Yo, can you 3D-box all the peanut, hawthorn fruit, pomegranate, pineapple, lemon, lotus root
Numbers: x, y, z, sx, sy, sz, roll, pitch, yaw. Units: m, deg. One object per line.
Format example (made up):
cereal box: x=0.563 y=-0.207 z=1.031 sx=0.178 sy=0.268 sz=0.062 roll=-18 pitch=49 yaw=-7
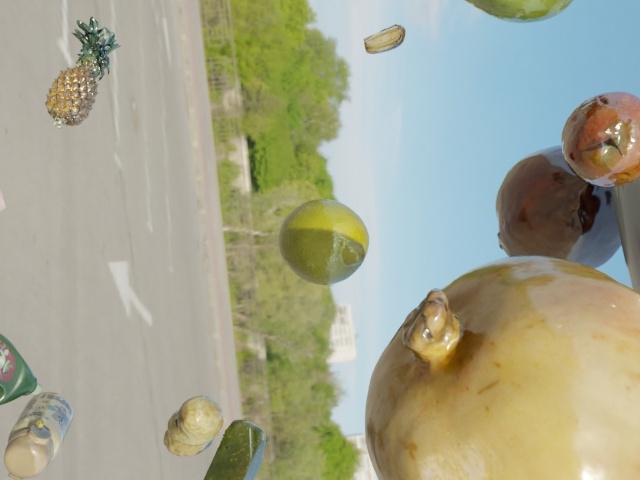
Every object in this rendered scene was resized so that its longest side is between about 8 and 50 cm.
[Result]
peanut: x=-0.255 y=0.374 z=1.478 sx=0.228 sy=0.104 sz=0.086 roll=119 pitch=-32 yaw=-54
hawthorn fruit: x=0.530 y=-0.064 z=1.603 sx=0.325 sy=0.308 sz=0.309 roll=-86 pitch=172 yaw=-75
pomegranate: x=0.236 y=0.198 z=0.876 sx=0.411 sy=0.411 sz=0.412 roll=174 pitch=-90 yaw=-86
hawthorn fruit: x=0.429 y=-0.160 z=1.106 sx=0.189 sy=0.149 sz=0.149 roll=30 pitch=48 yaw=-59
pineapple: x=-0.457 y=-0.312 z=1.402 sx=0.103 sy=0.083 sz=0.221 roll=34 pitch=71 yaw=-44
lemon: x=0.000 y=0.000 z=1.586 sx=0.248 sy=0.184 sz=0.184 roll=20 pitch=-61 yaw=53
lotus root: x=0.117 y=-0.352 z=1.302 sx=0.030 sy=0.083 sz=0.038 roll=-24 pitch=99 yaw=-50

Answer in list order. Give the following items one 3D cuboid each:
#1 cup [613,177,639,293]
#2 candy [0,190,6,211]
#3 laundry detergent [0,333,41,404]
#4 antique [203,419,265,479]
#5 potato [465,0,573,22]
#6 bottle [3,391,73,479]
cup: x=0.650 y=-0.019 z=1.279 sx=0.253 sy=0.253 sz=0.372 roll=95 pitch=-9 yaw=-68
candy: x=-0.829 y=-0.087 z=1.587 sx=0.115 sy=0.265 sz=0.156 roll=37 pitch=-29 yaw=43
laundry detergent: x=-0.586 y=0.233 z=1.306 sx=0.211 sy=0.063 sz=0.137 roll=47 pitch=51 yaw=-42
antique: x=-0.176 y=0.461 z=1.442 sx=0.081 sy=0.080 sz=0.221 roll=77 pitch=34 yaw=-63
potato: x=0.299 y=-0.490 z=1.241 sx=0.216 sy=0.304 sz=0.216 roll=-55 pitch=175 yaw=-7
bottle: x=-0.530 y=0.364 z=1.399 sx=0.110 sy=0.097 sz=0.209 roll=-61 pitch=-167 yaw=6
